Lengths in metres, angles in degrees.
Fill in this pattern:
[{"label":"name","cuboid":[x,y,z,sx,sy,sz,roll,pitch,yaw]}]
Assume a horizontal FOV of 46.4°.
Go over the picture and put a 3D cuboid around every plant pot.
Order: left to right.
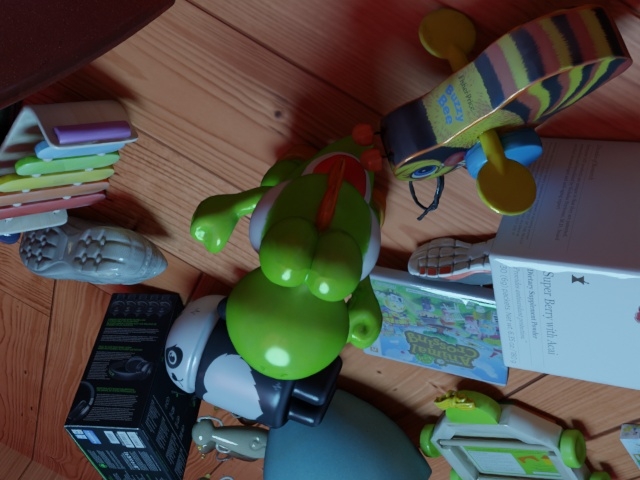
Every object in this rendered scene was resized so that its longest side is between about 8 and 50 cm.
[{"label":"plant pot","cuboid":[-0.365,-0.251,0.758,0.267,0.235,0.267,-11,129,40]},{"label":"plant pot","cuboid":[0.017,0.371,1.281,0.290,0.290,0.195,-36,78,51]}]

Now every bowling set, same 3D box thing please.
[{"label":"bowling set","cuboid":[-0.175,0.353,1.410,0.154,0.287,0.200,17,175,-15]}]

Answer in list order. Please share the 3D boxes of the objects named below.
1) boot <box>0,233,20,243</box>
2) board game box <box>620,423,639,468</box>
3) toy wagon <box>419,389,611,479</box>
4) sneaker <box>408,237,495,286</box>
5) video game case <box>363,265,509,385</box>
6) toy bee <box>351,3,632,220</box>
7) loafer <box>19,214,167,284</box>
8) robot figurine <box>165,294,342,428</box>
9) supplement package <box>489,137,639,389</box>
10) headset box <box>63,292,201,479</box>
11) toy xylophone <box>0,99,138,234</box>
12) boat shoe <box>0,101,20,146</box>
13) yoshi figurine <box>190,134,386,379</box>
[{"label":"boot","cuboid":[-0.602,-0.059,1.283,0.190,0.069,0.086,32,141,-9]},{"label":"board game box","cuboid":[0.510,0.318,1.071,0.103,0.026,0.154,-12,129,42]},{"label":"toy wagon","cuboid":[0.294,0.331,1.193,0.267,0.068,0.344,-9,130,39]},{"label":"sneaker","cuboid":[0.183,0.037,0.911,0.158,0.061,0.065,-3,141,35]},{"label":"video game case","cuboid":[0.150,0.116,1.009,0.212,0.023,0.193,11,141,20]},{"label":"toy bee","cuboid":[0.122,-0.094,0.676,0.195,0.162,0.298,58,139,33]},{"label":"loafer","cuboid":[-0.376,0.020,1.202,0.319,0.112,0.111,10,171,41]},{"label":"robot figurine","cuboid":[-0.111,0.195,1.189,0.278,0.209,0.173,20,-177,10]},{"label":"supplement package","cuboid":[0.330,0.028,0.705,0.293,0.175,0.177,6,138,26]},{"label":"headset box","cuboid":[-0.307,0.260,1.319,0.131,0.283,0.246,1,139,9]},{"label":"toy xylophone","cuboid":[-0.390,-0.096,1.003,0.323,0.236,0.081,-34,74,57]},{"label":"boat shoe","cuboid":[-0.490,-0.139,1.082,0.091,0.109,0.305,32,140,2]},{"label":"yoshi figurine","cuboid":[-0.020,0.019,0.751,0.204,0.362,0.203,-16,101,7]}]
